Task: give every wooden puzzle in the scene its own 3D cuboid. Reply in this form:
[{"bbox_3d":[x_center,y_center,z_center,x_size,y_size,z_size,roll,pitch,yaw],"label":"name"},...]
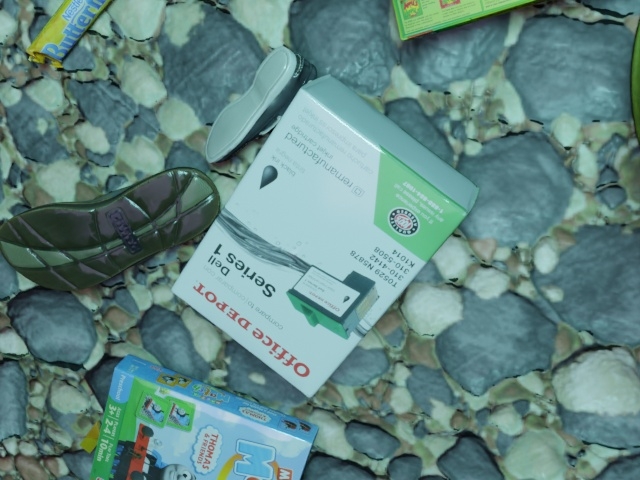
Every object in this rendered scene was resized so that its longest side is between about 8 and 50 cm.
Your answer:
[{"bbox_3d":[-0.206,0.233,0.820,0.116,0.014,0.078,31,119,4],"label":"wooden puzzle"}]

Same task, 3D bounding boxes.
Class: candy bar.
[{"bbox_3d":[-0.199,-0.208,0.643,0.161,0.040,0.018,-38,67,26],"label":"candy bar"}]

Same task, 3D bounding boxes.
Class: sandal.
[{"bbox_3d":[-0.197,-0.017,0.705,0.219,0.060,0.090,-22,108,9],"label":"sandal"}]

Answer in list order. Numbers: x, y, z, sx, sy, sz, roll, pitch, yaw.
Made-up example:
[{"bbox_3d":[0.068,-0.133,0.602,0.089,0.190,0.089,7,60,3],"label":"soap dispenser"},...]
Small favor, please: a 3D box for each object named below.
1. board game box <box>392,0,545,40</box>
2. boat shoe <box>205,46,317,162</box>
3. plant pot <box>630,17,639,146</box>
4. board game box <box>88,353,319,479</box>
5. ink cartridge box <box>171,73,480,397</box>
[{"bbox_3d":[0.137,-0.212,0.527,0.181,0.043,0.092,-12,100,21],"label":"board game box"},{"bbox_3d":[-0.052,-0.109,0.631,0.125,0.038,0.046,-48,48,25],"label":"boat shoe"},{"bbox_3d":[0.356,-0.066,0.345,0.366,0.353,0.366,6,111,16],"label":"plant pot"},{"bbox_3d":[-0.125,0.227,0.765,0.211,0.039,0.160,19,108,5],"label":"board game box"},{"bbox_3d":[0.000,0.000,0.624,0.160,0.092,0.219,37,115,2],"label":"ink cartridge box"}]
